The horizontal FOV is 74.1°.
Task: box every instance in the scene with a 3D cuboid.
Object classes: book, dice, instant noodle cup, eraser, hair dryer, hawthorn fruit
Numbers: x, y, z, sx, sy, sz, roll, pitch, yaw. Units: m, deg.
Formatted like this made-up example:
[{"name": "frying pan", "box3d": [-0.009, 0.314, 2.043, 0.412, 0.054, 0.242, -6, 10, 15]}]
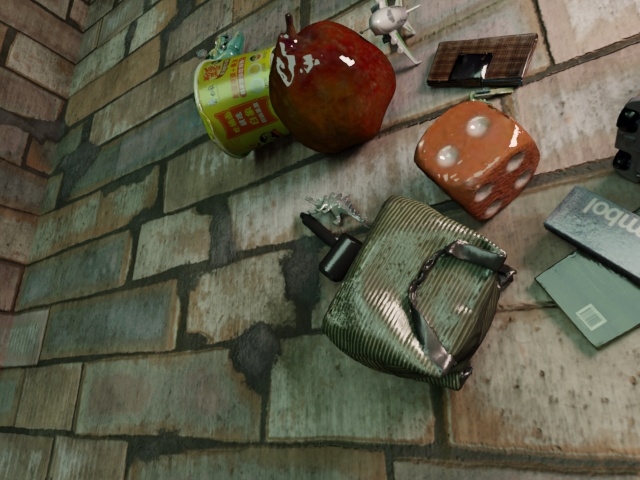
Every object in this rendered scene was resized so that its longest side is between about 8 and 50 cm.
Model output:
[{"name": "book", "box3d": [0.518, 0.059, 0.725, 0.228, 0.024, 0.160, -40, 55, 17]}, {"name": "dice", "box3d": [0.313, -0.162, 0.856, 0.179, 0.174, 0.174, -44, 52, 15]}, {"name": "instant noodle cup", "box3d": [-0.187, -0.410, 1.239, 0.222, 0.311, 0.310, -12, 66, 22]}, {"name": "eraser", "box3d": [0.499, -0.005, 0.714, 0.091, 0.046, 0.212, -52, 52, 8]}, {"name": "hair dryer", "box3d": [0.001, -0.002, 1.088, 0.114, 0.071, 0.248, -55, 48, 6]}, {"name": "hawthorn fruit", "box3d": [0.023, -0.373, 1.056, 0.309, 0.325, 0.307, 8, 104, 33]}]

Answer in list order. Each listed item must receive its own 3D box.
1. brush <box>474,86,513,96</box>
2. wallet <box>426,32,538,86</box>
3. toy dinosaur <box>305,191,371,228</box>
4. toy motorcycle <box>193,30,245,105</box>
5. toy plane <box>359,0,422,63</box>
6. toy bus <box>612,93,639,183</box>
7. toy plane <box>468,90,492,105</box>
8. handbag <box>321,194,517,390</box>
[{"name": "brush", "box3d": [0.388, -0.335, 0.950, 0.084, 0.013, 0.016, -2, 55, 11]}, {"name": "wallet", "box3d": [0.371, -0.420, 0.994, 0.230, 0.042, 0.124, 15, 80, 36]}, {"name": "toy dinosaur", "box3d": [0.045, -0.082, 1.093, 0.209, 0.039, 0.082, 28, 70, 30]}, {"name": "toy motorcycle", "box3d": [-0.366, -0.628, 1.549, 0.199, 0.109, 0.296, 11, 81, 35]}, {"name": "toy plane", "box3d": [0.169, -0.542, 1.045, 0.101, 0.250, 0.255, -11, 24, 38]}, {"name": "toy bus", "box3d": [0.564, -0.180, 0.671, 0.136, 0.209, 0.126, -49, 51, -3]}, {"name": "toy plane", "box3d": [0.352, -0.306, 0.971, 0.080, 0.033, 0.083, -13, 59, 32]}, {"name": "handbag", "box3d": [0.195, 0.107, 0.793, 0.240, 0.247, 0.340, 23, 81, 37]}]
